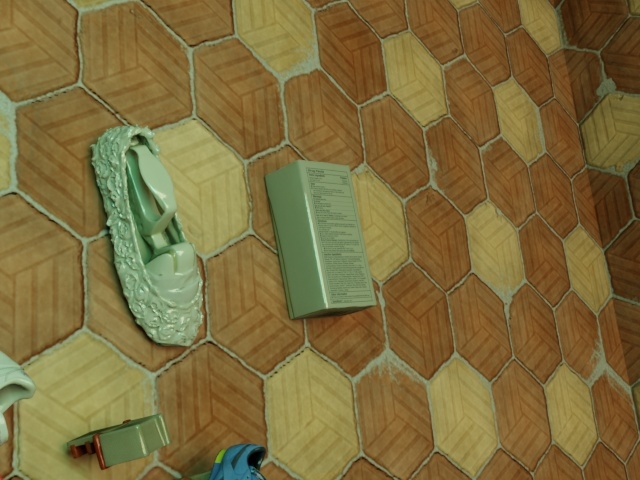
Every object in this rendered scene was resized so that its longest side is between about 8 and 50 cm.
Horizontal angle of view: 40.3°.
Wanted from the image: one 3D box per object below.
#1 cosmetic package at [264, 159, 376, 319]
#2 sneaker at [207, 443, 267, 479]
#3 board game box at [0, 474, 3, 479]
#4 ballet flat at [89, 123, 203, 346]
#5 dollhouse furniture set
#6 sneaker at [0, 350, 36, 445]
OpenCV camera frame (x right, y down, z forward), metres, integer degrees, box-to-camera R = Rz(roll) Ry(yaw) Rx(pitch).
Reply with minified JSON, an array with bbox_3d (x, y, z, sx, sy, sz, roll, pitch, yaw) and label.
[{"bbox_3d":[0.000,0.000,1.801,0.160,0.113,0.309,2,72,-46],"label":"cosmetic package"},{"bbox_3d":[-0.136,0.402,1.383,0.209,0.082,0.069,-74,143,-57],"label":"sneaker"},{"bbox_3d":[-0.462,0.403,1.138,0.147,0.045,0.193,-29,96,-48],"label":"board game box"},{"bbox_3d":[-0.286,-0.011,1.494,0.147,0.147,0.408,-19,89,-48],"label":"ballet flat"},{"bbox_3d":[-0.276,0.406,1.326,0.262,0.135,0.259,-8,80,-71],"label":"dollhouse furniture set"},{"bbox_3d":[-0.507,0.247,1.138,0.152,0.114,0.305,30,45,11],"label":"sneaker"}]
